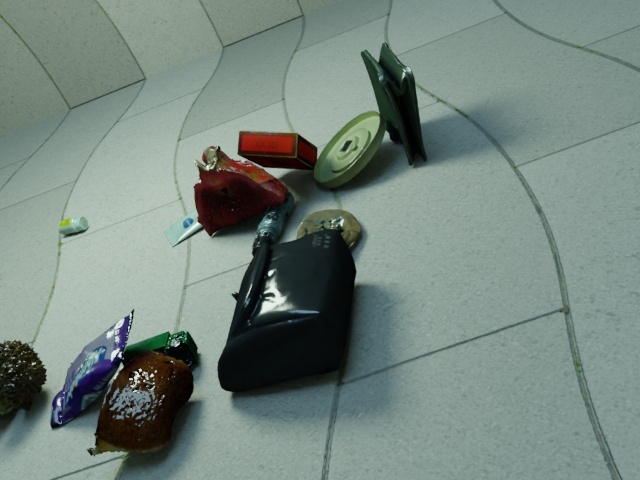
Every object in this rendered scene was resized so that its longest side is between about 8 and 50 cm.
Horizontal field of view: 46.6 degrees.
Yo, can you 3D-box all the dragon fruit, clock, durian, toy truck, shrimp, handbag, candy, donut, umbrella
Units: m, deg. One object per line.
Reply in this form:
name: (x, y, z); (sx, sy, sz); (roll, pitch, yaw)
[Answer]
dragon fruit: (-0.215, -0.149, 1.832); (0.262, 0.211, 0.134); (-18, 36, 33)
clock: (0.071, -0.235, 1.896); (0.235, 0.029, 0.235); (-37, 30, 26)
durian: (-0.665, 0.282, 1.556); (0.196, 0.167, 0.196); (-15, 14, 4)
toy truck: (-0.316, 0.231, 1.477); (0.147, 0.065, 0.079); (-20, 26, 9)
shrimp: (0.017, -0.002, 1.626); (0.145, 0.059, 0.254); (-4, 25, 5)
handbag: (-0.083, 0.116, 1.382); (0.275, 0.178, 0.302); (-14, 31, 16)
handbag: (0.189, -0.339, 1.845); (0.079, 0.260, 0.247); (-21, 33, 2)
candy: (-0.451, 0.257, 1.473); (0.275, 0.070, 0.145); (-42, 30, 25)
donut: (-0.311, 0.291, 1.318); (0.126, 0.144, 0.186); (7, 11, 11)
umbrella: (-0.114, -0.037, 1.781); (0.052, 0.053, 0.250); (-20, 29, 28)

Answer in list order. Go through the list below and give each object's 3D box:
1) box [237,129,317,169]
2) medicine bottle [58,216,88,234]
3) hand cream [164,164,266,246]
box: (-0.104, -0.228, 1.904); (0.153, 0.074, 0.240); (0, -1, 12)
medicine bottle: (-0.749, -0.046, 2.252); (0.083, 0.047, 0.047); (-11, 32, 23)
hand cream: (-0.275, -0.092, 2.002); (0.320, 0.067, 0.109); (-36, 32, -6)
